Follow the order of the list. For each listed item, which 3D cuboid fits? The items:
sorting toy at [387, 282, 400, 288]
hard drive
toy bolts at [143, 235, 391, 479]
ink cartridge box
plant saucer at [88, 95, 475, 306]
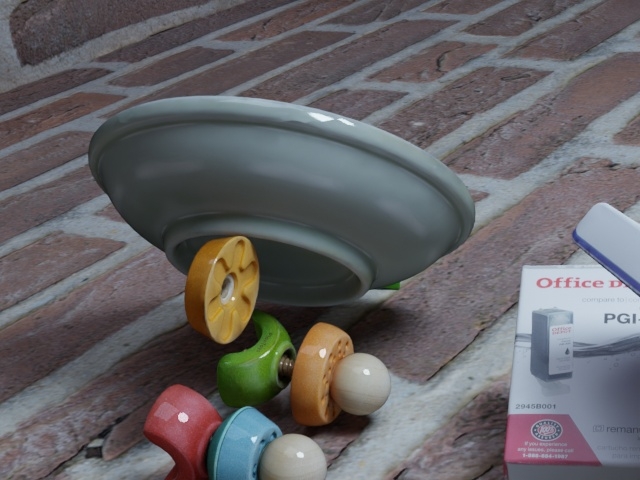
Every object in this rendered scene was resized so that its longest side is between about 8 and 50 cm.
[{"bbox_3d":[0.000,0.000,1.577,0.196,0.047,0.347,-6,24,-12],"label":"sorting toy"},{"bbox_3d":[0.339,0.101,0.900,0.040,0.319,0.210,-51,12,7],"label":"hard drive"},{"bbox_3d":[-0.042,0.128,1.111,0.159,0.218,0.228,10,46,24],"label":"toy bolts"},{"bbox_3d":[0.244,0.125,1.038,0.159,0.092,0.218,-1,44,16],"label":"ink cartridge box"},{"bbox_3d":[-0.047,-0.013,1.246,0.401,0.400,0.100,2,68,23],"label":"plant saucer"}]
